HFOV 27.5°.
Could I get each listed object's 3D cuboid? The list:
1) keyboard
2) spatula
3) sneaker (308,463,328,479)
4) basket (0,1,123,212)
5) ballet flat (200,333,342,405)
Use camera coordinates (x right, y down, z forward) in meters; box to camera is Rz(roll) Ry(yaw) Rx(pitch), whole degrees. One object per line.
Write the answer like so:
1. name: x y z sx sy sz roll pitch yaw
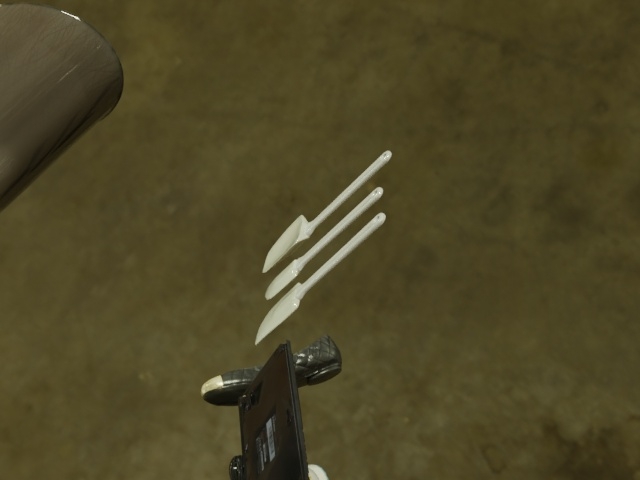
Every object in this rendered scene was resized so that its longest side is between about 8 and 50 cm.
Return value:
1. keyboard: -0.040 0.170 1.020 0.108 0.023 0.180 -54 24 26
2. spatula: 0.000 0.000 1.527 0.242 0.019 0.168 -44 22 34
3. sneaker: -0.101 0.324 1.526 0.228 0.092 0.087 -36 61 22
4. basket: -0.329 -0.111 1.279 0.204 0.154 0.227 -4 35 25
5. ballet flat: -0.057 0.150 1.477 0.173 0.057 0.049 -12 61 -25
